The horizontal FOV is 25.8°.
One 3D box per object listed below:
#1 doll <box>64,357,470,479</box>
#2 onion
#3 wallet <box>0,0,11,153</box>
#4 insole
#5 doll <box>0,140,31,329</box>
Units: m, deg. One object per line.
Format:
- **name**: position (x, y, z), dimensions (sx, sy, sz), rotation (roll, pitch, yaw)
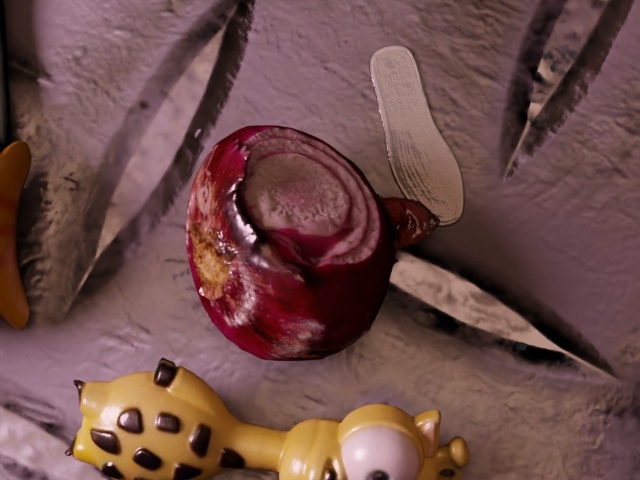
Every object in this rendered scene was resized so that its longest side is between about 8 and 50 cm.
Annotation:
- **doll**: position (-0.038, 0.153, 1.010), dimensions (0.291, 0.086, 0.117), rotation (10, 120, -1)
- **onion**: position (-0.009, 0.008, 1.027), dimensions (0.198, 0.135, 0.173), rotation (0, 60, -40)
- **wallet**: position (-0.401, -0.133, 1.075), dimensions (0.318, 0.045, 0.172), rotation (-6, 83, -3)
- **insole**: position (0.075, -0.083, 1.096), dimensions (0.053, 0.002, 0.152), rotation (-14, 80, -3)
- **doll**: position (-0.347, -0.003, 0.989), dimensions (0.270, 0.162, 0.166), rotation (1, 97, -4)
